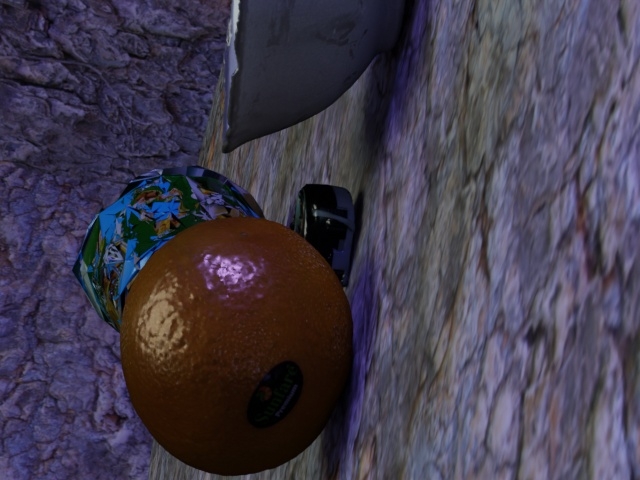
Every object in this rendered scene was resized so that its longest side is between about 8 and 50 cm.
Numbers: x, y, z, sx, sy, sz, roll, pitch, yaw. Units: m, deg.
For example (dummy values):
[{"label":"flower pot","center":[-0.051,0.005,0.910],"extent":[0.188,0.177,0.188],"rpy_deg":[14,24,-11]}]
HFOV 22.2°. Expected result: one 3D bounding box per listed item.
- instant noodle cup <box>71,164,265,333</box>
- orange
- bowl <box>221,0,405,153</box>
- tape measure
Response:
[{"label":"instant noodle cup","center":[-0.147,0.047,1.841],"extent":[0.178,0.240,0.240],"rpy_deg":[-128,49,-67]},{"label":"orange","center":[-0.066,0.085,1.294],"extent":[0.206,0.206,0.206],"rpy_deg":[-168,90,-82]},{"label":"bowl","center":[-0.004,-0.224,1.396],"extent":[0.313,0.146,0.313],"rpy_deg":[-175,90,-84]},{"label":"tape measure","center":[0.000,-0.002,1.423],"extent":[0.091,0.054,0.094],"rpy_deg":[150,125,-78]}]
